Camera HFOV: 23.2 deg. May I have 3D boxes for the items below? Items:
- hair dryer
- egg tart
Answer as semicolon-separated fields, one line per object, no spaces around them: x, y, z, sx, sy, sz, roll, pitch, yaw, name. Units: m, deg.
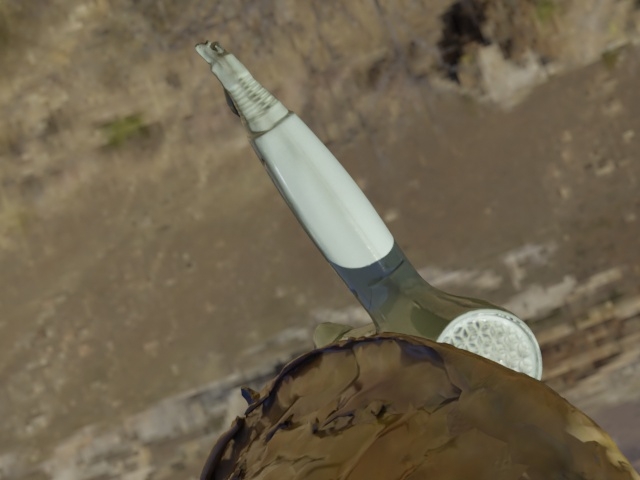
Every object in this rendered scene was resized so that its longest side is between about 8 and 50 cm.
0.000;0.000;0.805;0.075;0.237;0.206;-36;-171;-17;hair dryer
0.021;0.211;0.628;0.150;0.352;0.352;-7;164;-39;egg tart
